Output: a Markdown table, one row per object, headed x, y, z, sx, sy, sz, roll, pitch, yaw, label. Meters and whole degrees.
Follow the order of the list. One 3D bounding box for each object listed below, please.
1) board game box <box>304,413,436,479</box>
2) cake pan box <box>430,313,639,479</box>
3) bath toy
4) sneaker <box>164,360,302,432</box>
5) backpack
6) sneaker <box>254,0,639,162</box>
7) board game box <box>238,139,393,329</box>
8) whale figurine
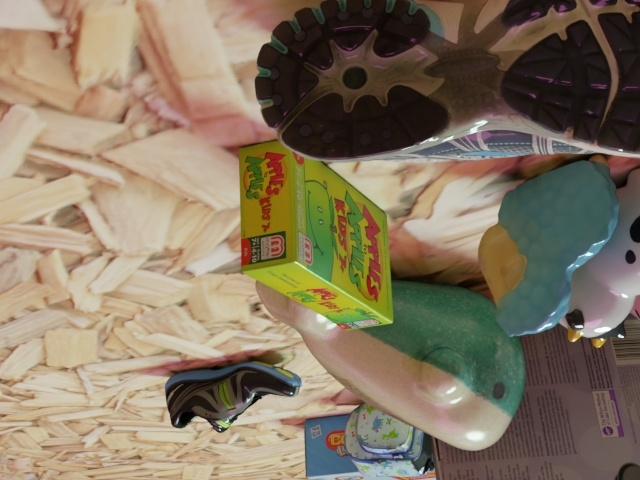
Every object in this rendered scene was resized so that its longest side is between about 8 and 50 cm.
| x | y | z | sx | sy | sz | roll | pitch | yaw | label |
| --- | --- | --- | --- | --- | --- | --- | --- | --- | --- |
| 0.178 | 0.313 | 1.938 | 0.308 | 0.086 | 0.302 | -10 | 160 | 23 | board game box |
| 0.232 | 0.193 | 1.322 | 0.245 | 0.267 | 0.070 | -4 | 143 | -3 | cake pan box |
| 0.291 | 0.035 | 1.054 | 0.348 | 0.129 | 0.151 | 10 | 158 | -33 | bath toy |
| -0.101 | 0.186 | 1.543 | 0.188 | 0.078 | 0.067 | -13 | 159 | 28 | sneaker |
| 0.088 | 0.256 | 1.742 | 0.114 | 0.105 | 0.084 | -10 | 138 | 24 | backpack |
| 0.109 | -0.096 | 0.730 | 0.283 | 0.110 | 0.122 | 0 | 179 | 4 | sneaker |
| 0.000 | 0.000 | 0.974 | 0.043 | 0.092 | 0.181 | -11 | 159 | 22 | board game box |
| 0.074 | 0.083 | 1.210 | 0.272 | 0.141 | 0.216 | 35 | 171 | -25 | whale figurine |
